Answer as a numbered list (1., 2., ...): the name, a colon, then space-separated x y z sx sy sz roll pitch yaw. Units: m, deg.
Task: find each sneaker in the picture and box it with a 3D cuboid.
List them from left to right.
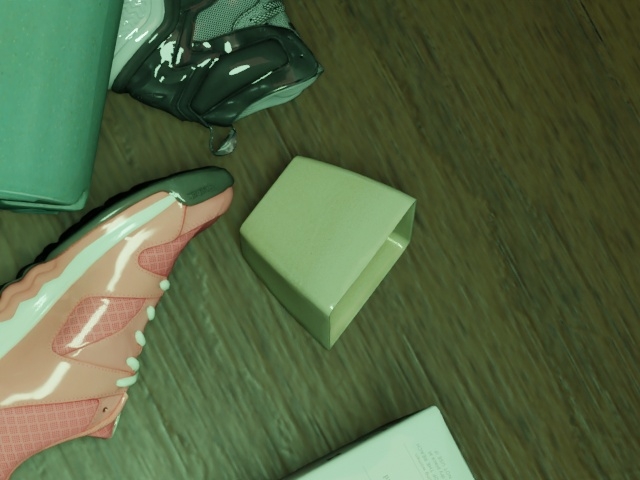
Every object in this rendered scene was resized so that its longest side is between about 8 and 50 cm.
1. sneaker: -0.172 0.070 1.406 0.314 0.116 0.136 -39 99 -7
2. sneaker: -0.046 -0.192 1.470 0.153 0.101 0.268 37 82 -3

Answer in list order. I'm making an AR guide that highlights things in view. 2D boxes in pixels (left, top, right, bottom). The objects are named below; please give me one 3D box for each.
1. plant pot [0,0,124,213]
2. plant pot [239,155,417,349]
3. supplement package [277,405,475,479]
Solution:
1. plant pot: -0.270 -0.195 1.326 0.341 0.341 0.334 6 86 -9
2. plant pot: 0.000 0.000 1.442 0.096 0.109 0.109 35 76 10
3. supplement package: -0.023 0.263 1.348 0.293 0.177 0.175 -27 86 -14
